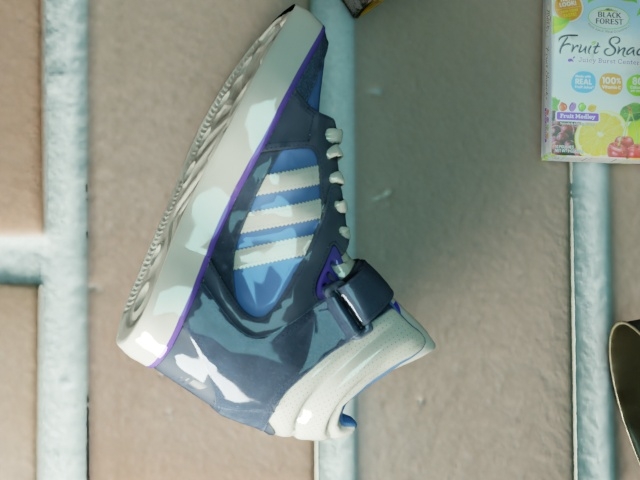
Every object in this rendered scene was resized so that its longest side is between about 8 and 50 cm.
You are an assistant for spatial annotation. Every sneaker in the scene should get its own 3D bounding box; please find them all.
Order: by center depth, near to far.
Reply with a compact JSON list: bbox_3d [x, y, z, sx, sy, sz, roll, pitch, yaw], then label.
[{"bbox_3d":[0.000,0.000,1.581,0.236,0.130,0.323,27,78,-14],"label":"sneaker"}]

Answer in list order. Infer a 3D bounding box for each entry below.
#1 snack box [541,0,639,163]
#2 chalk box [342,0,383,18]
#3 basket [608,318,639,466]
[{"bbox_3d":[0.238,-0.137,1.656,0.100,0.037,0.141,2,85,-8],"label":"snack box"},{"bbox_3d":[0.029,-0.311,1.596,0.132,0.132,0.213,-35,92,-8],"label":"chalk box"},{"bbox_3d":[0.378,0.126,1.601,0.227,0.154,0.204,-19,89,-12],"label":"basket"}]
